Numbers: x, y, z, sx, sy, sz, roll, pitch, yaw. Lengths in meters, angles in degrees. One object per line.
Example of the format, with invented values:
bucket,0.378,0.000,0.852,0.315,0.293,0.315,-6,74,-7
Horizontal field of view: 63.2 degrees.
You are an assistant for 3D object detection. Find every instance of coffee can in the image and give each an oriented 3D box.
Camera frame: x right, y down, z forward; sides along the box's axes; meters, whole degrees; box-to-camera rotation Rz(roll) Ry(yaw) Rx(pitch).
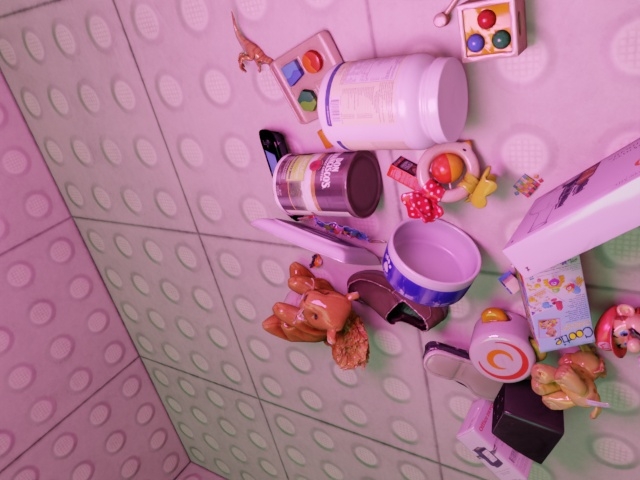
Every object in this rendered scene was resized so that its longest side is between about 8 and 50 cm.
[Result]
coffee can,0.020,-0.171,1.597,0.276,0.201,0.201,4,122,36

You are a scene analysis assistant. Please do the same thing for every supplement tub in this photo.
supplement tub,0.183,-0.346,1.320,0.325,0.235,0.235,7,124,34

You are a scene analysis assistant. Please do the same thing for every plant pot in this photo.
plant pot,0.636,0.544,1.622,0.167,0.187,0.188,15,130,11

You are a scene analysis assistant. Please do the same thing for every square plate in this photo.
square plate,0.000,0.000,1.688,0.344,0.347,0.049,21,96,24

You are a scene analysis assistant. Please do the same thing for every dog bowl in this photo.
dog bowl,0.315,0.058,1.489,0.265,0.265,0.104,31,136,17

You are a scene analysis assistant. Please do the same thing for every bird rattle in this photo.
bird rattle,0.338,-0.159,1.393,0.254,0.143,0.206,-11,87,17

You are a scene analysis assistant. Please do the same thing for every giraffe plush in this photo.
giraffe plush,0.725,0.376,1.472,0.210,0.170,0.181,10,136,38

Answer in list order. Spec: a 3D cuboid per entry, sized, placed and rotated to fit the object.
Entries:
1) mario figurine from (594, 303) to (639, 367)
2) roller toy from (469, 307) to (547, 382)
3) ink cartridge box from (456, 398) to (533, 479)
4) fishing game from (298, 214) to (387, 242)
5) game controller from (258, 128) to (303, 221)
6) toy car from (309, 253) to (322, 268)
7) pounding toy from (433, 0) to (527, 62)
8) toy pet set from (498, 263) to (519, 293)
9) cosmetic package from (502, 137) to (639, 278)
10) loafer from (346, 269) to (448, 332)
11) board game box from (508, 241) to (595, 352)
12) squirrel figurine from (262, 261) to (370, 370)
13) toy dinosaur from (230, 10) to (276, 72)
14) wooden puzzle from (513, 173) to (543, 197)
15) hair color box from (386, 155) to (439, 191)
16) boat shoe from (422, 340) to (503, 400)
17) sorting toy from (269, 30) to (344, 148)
mario figurine,0.840,0.228,1.268,0.321,0.170,0.197,-22,71,37
roller toy,0.553,0.316,1.576,0.209,0.146,0.191,30,127,6
ink cartridge box,0.606,0.678,1.777,0.237,0.172,0.100,43,137,4
fishing game,0.064,-0.025,1.664,0.264,0.041,0.189,18,174,-20
game controller,-0.133,-0.219,1.750,0.166,0.067,0.319,24,136,55
toy car,0.004,0.067,1.890,0.041,0.060,0.122,23,149,-21
pounding toy,0.347,-0.505,1.181,0.206,0.094,0.181,5,123,35
toy pet set,0.579,0.105,1.485,0.114,0.065,0.122,-41,96,12
cosmetic package,0.613,-0.090,1.138,0.097,0.284,0.377,49,136,-2
loafer,0.237,0.204,1.751,0.366,0.130,0.133,15,128,30
board game box,0.608,0.132,1.371,0.145,0.142,0.275,-15,111,14
squirrel figurine,0.036,0.267,1.812,0.397,0.281,0.370,38,160,-15
toy dinosaur,-0.219,-0.585,1.599,0.211,0.064,0.112,42,113,-8
wooden puzzle,0.538,-0.143,1.358,0.049,0.006,0.083,38,136,9
hair color box,0.269,-0.183,1.490,0.141,0.072,0.043,31,133,14
boat shoe,0.489,0.425,1.726,0.340,0.113,0.127,19,112,-8
sorting toy,-0.002,-0.427,1.536,0.229,0.041,0.307,-15,112,40
